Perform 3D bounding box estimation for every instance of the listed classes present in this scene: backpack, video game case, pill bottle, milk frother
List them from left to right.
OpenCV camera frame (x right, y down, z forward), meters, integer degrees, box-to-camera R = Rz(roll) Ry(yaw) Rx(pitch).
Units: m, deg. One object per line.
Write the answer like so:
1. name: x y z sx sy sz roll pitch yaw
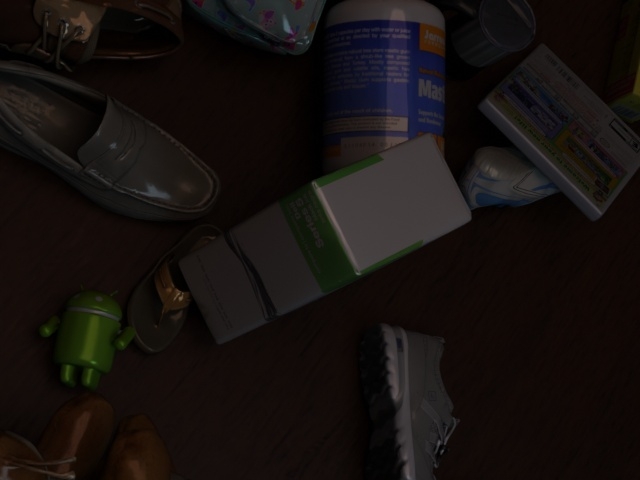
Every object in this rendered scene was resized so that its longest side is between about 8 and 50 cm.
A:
1. backpack: -0.081 -0.320 1.705 0.188 0.144 0.165 21 94 -11
2. pill bottle: 0.078 -0.211 1.739 0.152 0.152 0.272 3 86 -24
3. milk frother: 0.185 -0.239 1.820 0.129 0.135 0.143 12 75 -22
4. video game case: 0.325 -0.147 1.874 0.212 0.023 0.193 45 44 1

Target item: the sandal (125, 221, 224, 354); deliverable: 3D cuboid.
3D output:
1. sandal: -0.163 0.049 1.646 0.072 0.049 0.180 40 66 -12

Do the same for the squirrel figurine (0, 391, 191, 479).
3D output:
1. squirrel figurine: -0.269 0.342 1.347 0.370 0.281 0.397 18 100 -52

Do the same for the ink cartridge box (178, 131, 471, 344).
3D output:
1. ink cartridge box: 0.000 0.000 1.588 0.198 0.273 0.114 -25 88 -42

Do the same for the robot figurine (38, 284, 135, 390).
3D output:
1. robot figurine: -0.259 0.107 1.580 0.101 0.067 0.115 8 74 8

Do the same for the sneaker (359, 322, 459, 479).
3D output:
1. sneaker: 0.122 0.238 1.708 0.115 0.105 0.281 2 78 -24

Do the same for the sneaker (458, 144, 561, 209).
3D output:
1. sneaker: 0.274 -0.085 1.872 0.237 0.086 0.085 -6 53 -37

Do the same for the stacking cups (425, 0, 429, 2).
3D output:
1. stacking cups: 0.027 -0.405 1.810 0.316 0.096 0.096 22 71 -21

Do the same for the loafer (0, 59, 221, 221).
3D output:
1. loafer: -0.253 -0.110 1.603 0.319 0.111 0.112 23 71 -19

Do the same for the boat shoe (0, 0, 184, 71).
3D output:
1. boat shoe: -0.287 -0.253 1.576 0.324 0.123 0.116 -9 61 -36

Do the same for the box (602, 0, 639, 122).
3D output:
1. box: 0.456 -0.286 1.985 0.058 0.087 0.232 20 73 -18
